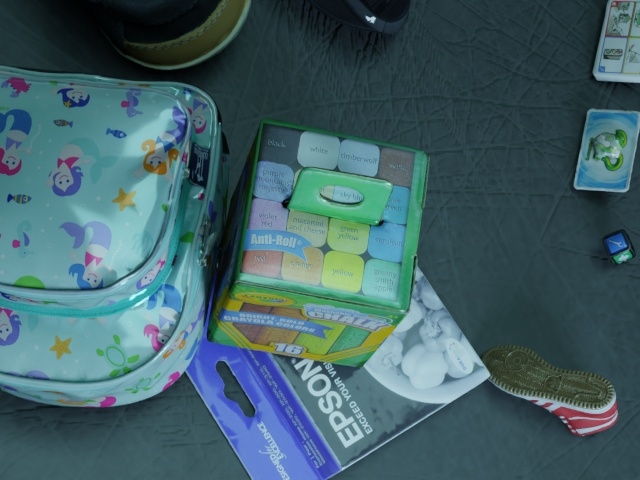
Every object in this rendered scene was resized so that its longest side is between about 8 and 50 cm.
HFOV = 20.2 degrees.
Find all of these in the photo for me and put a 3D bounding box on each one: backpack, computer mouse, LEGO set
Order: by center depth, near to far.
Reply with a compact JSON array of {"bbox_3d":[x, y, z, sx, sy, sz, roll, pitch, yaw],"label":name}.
[{"bbox_3d":[-0.187,-0.003,1.369,0.225,0.191,0.254,7,81,5],"label":"backpack"},{"bbox_3d":[0.319,-0.088,1.546,0.182,0.060,0.244,5,71,26],"label":"LEGO set"},{"bbox_3d":[-0.011,-0.296,1.551,0.262,0.060,0.184,48,38,-15],"label":"computer mouse"}]

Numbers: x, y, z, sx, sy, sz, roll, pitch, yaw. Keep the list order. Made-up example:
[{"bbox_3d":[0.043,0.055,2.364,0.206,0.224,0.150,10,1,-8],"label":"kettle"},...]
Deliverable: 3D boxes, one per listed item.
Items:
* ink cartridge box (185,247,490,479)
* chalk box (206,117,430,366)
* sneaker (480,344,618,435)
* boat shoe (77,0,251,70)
[{"bbox_3d":[-0.004,0.079,1.451,0.208,0.045,0.206,-31,81,-16],"label":"ink cartridge box"},{"bbox_3d":[0.000,0.000,1.337,0.132,0.213,0.132,11,71,-6],"label":"chalk box"},{"bbox_3d":[0.191,0.126,1.482,0.118,0.067,0.042,18,70,27],"label":"sneaker"},{"bbox_3d":[-0.218,-0.370,1.471,0.186,0.156,0.500,-30,81,3],"label":"boat shoe"}]
